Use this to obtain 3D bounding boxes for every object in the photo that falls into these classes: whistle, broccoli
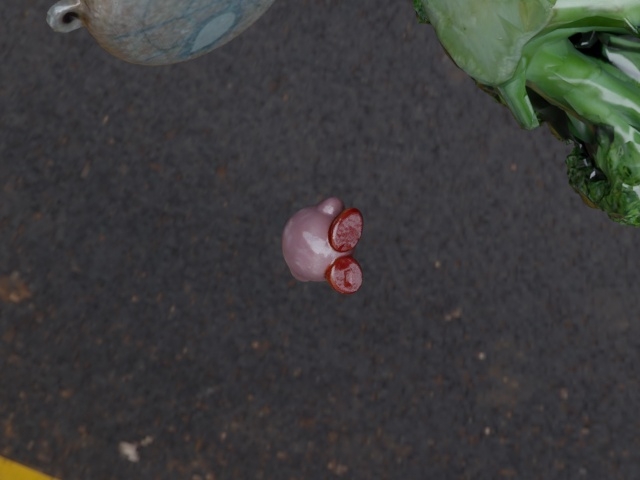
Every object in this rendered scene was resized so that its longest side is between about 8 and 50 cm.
[{"bbox_3d":[-0.027,-0.145,0.646,0.220,0.057,0.107,-25,156,-13],"label":"whistle"},{"bbox_3d":[0.232,-0.210,1.111,0.321,0.310,0.413,-26,90,18],"label":"broccoli"}]

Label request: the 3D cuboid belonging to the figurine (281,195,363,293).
[{"bbox_3d":[0.000,0.000,1.230,0.067,0.071,0.083,5,104,-38],"label":"figurine"}]
